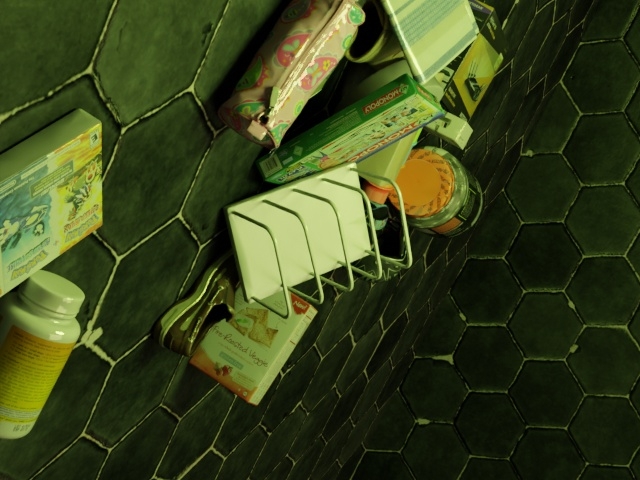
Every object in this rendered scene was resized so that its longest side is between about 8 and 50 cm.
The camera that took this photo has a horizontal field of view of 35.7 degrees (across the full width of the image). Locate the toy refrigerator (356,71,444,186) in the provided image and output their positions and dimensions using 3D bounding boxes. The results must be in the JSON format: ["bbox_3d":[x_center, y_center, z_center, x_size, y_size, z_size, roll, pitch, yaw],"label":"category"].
[{"bbox_3d":[0.158,-0.260,2.150,0.094,0.102,0.269,-15,132,-64],"label":"toy refrigerator"}]

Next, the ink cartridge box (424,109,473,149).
[{"bbox_3d":[0.291,-0.281,2.395,0.056,0.135,0.099,-61,161,3],"label":"ink cartridge box"}]

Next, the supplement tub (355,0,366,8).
[{"bbox_3d":[0.086,-0.483,1.634,0.197,0.106,0.106,-61,161,2],"label":"supplement tub"}]

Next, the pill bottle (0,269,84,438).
[{"bbox_3d":[-0.403,0.151,1.341,0.214,0.117,0.117,-61,161,8],"label":"pill bottle"}]

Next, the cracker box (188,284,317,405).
[{"bbox_3d":[-0.136,0.194,2.012,0.232,0.156,0.067,-57,160,-7],"label":"cracker box"}]

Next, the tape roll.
[{"bbox_3d":[0.134,-0.269,1.983,0.219,0.072,0.219,-28,167,-7],"label":"tape roll"}]

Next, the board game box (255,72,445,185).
[{"bbox_3d":[0.059,-0.192,1.838,0.317,0.046,0.213,-29,167,17],"label":"board game box"}]

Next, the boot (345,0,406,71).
[{"bbox_3d":[0.143,-0.442,1.863,0.261,0.095,0.203,-61,159,14],"label":"boot"}]

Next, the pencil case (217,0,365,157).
[{"bbox_3d":[-0.046,-0.279,1.585,0.284,0.124,0.124,-56,161,-10],"label":"pencil case"}]

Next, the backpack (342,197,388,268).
[{"bbox_3d":[0.075,-0.032,2.254,0.173,0.117,0.158,-18,135,-61],"label":"backpack"}]

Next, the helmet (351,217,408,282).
[{"bbox_3d":[0.133,0.024,2.413,0.169,0.170,0.161,65,40,-67],"label":"helmet"}]

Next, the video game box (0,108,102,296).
[{"bbox_3d":[-0.363,-0.044,1.263,0.205,0.048,0.187,-42,157,-40],"label":"video game box"}]

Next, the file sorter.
[{"bbox_3d":[0.000,0.000,1.801,0.278,0.173,0.192,-21,114,-25],"label":"file sorter"}]

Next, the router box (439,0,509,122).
[{"bbox_3d":[0.349,-0.423,2.412,0.242,0.081,0.309,-60,161,3],"label":"router box"}]

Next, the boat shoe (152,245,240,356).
[{"bbox_3d":[-0.193,0.117,1.845,0.257,0.095,0.095,-49,159,-26],"label":"boat shoe"}]

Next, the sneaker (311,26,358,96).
[{"bbox_3d":[-0.007,-0.308,1.739,0.192,0.064,0.086,-49,166,-26],"label":"sneaker"}]

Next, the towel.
[{"bbox_3d":[0.181,-0.448,1.807,0.209,0.034,0.285,-45,120,-32],"label":"towel"}]

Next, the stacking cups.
[{"bbox_3d":[0.176,-0.211,2.272,0.096,0.096,0.316,-26,142,-57],"label":"stacking cups"}]

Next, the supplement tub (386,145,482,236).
[{"bbox_3d":[0.284,-0.121,2.507,0.207,0.207,0.338,-60,161,3],"label":"supplement tub"}]
